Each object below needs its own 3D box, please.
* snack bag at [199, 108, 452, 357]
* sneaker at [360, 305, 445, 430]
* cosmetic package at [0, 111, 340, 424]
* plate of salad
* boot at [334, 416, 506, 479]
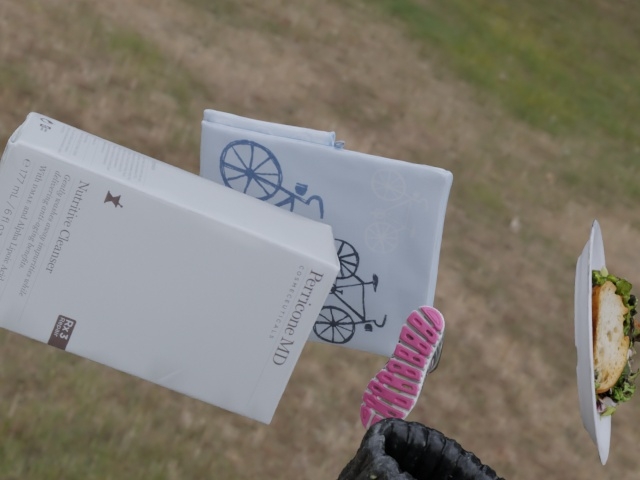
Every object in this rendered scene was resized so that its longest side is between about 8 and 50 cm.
[{"bbox_3d":[0.000,0.000,2.045,0.342,0.323,0.037,11,34,11],"label":"snack bag"},{"bbox_3d":[0.107,0.161,1.913,0.063,0.170,0.075,26,2,17],"label":"sneaker"},{"bbox_3d":[-0.192,0.031,1.769,0.385,0.217,0.156,20,16,-7],"label":"cosmetic package"},{"bbox_3d":[0.237,0.082,1.271,0.048,0.200,0.200,-3,22,14],"label":"plate of salad"},{"bbox_3d":[-0.022,0.239,1.273,0.348,0.260,0.131,21,44,-15],"label":"boot"}]
